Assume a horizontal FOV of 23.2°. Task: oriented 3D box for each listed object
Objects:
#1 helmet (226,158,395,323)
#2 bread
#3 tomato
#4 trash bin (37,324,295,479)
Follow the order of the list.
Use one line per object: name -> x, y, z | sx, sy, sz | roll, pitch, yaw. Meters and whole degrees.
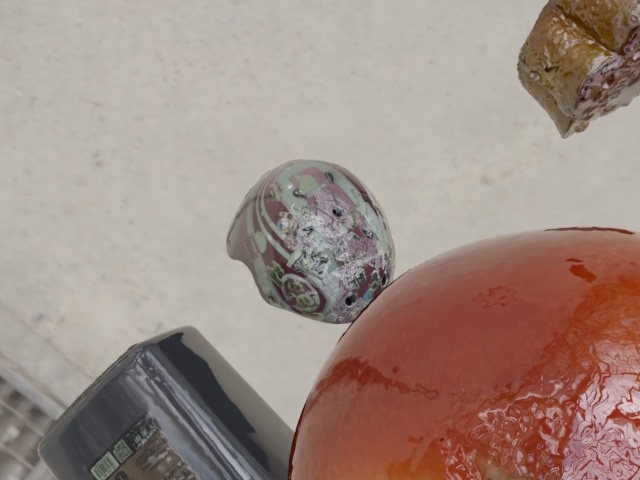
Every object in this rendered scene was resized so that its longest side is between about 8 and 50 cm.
helmet -> -0.002, -0.014, 1.548 | 0.153, 0.177, 0.107 | -31, 151, -32
bread -> 0.315, -0.227, 1.681 | 0.232, 0.135, 0.246 | -42, 168, -41
tomato -> 0.147, 0.140, 0.960 | 0.321, 0.321, 0.321 | -14, 113, -36
trash bin -> -0.106, 0.241, 1.464 | 0.209, 0.290, 0.182 | -44, 170, 20
